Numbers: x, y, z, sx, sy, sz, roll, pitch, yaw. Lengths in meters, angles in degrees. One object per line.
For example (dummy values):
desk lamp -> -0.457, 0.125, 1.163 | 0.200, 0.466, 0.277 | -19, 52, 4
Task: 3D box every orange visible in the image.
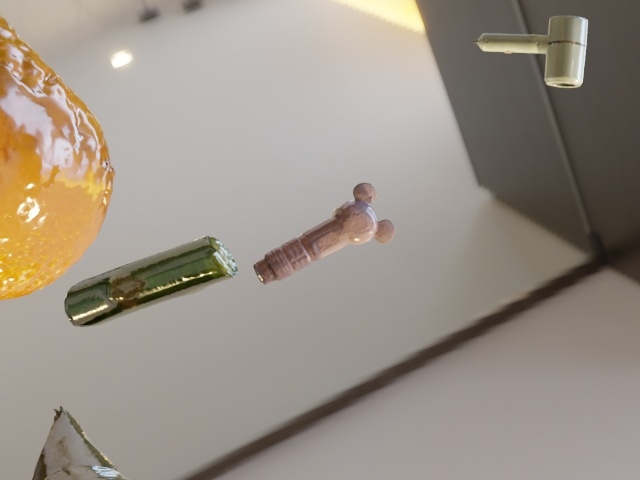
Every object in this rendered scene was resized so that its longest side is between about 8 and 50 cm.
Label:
orange -> -0.219, -0.051, 0.877 | 0.161, 0.193, 0.193 | -44, -155, -1

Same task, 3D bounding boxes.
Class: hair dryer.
hair dryer -> 0.256, -0.233, 1.807 | 0.137, 0.082, 0.047 | 6, 177, 16

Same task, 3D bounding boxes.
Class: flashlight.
flashlight -> 0.000, 0.000, 1.118 | 0.110, 0.052, 0.031 | -28, -165, -3

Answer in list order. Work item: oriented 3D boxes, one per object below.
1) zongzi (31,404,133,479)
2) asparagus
zongzi -> -0.197, 0.300, 1.682 | 0.500, 0.218, 0.467 | -39, -130, 38
asparagus -> -0.191, 0.045, 1.672 | 0.277, 0.060, 0.067 | -18, 158, 39
